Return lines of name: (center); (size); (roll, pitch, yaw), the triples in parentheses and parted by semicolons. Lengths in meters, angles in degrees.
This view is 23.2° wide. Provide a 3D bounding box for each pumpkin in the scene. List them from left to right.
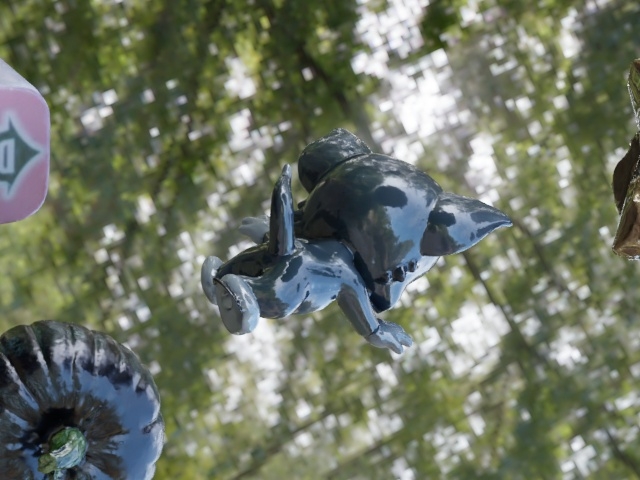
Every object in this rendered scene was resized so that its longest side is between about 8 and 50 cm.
pumpkin: (-0.229, 0.163, 1.356); (0.150, 0.194, 0.194); (13, -50, 40)

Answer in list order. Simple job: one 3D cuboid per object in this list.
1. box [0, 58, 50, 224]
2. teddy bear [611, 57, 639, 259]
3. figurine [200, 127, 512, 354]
box: (-0.349, -0.120, 1.114); (0.370, 0.190, 0.112); (38, -53, 47)
teddy bear: (0.376, -0.038, 1.409); (0.296, 0.222, 0.246); (44, 54, -79)
figurine: (-0.002, -0.003, 1.273); (0.193, 0.265, 0.140); (31, -68, 35)
